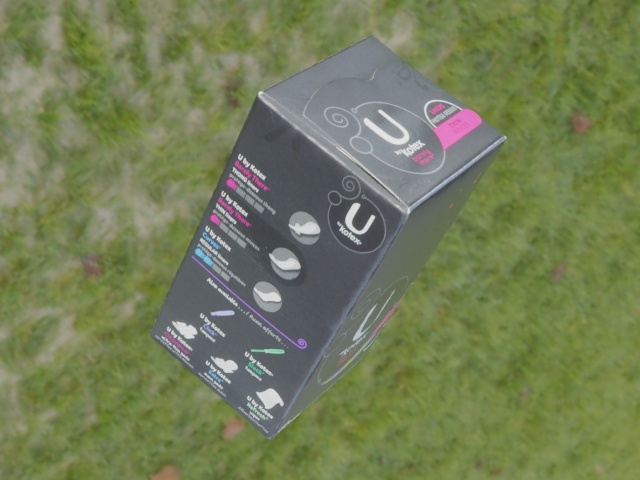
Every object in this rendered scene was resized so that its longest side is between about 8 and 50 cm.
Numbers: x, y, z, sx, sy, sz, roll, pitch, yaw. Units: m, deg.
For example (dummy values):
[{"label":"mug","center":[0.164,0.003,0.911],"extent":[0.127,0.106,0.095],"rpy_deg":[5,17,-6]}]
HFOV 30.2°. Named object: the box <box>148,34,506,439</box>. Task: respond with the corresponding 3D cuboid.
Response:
[{"label":"box","center":[0.000,0.000,0.942],"extent":[0.165,0.143,0.270],"rpy_deg":[-37,161,-48]}]
